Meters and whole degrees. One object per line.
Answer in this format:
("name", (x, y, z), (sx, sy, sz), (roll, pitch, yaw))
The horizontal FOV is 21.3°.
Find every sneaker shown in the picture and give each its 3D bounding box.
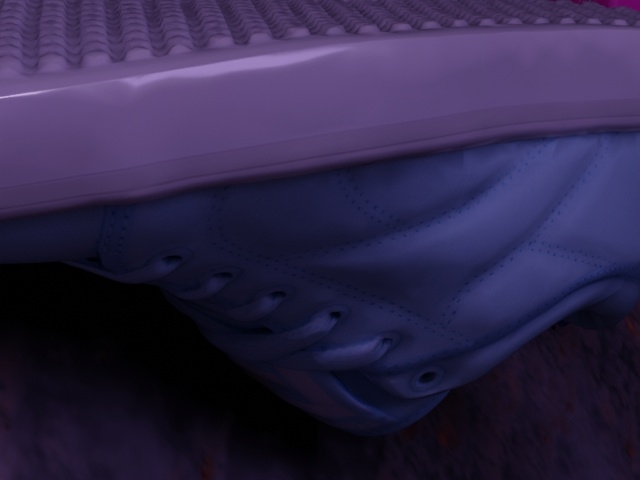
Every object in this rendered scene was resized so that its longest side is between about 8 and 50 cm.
("sneaker", (0.000, 0.000, 0.531), (0.365, 0.135, 0.150), (-6, 105, -40))

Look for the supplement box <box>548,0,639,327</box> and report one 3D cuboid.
("supplement box", (0.139, -0.077, 0.850), (0.114, 0.111, 0.220), (48, 28, -14))
